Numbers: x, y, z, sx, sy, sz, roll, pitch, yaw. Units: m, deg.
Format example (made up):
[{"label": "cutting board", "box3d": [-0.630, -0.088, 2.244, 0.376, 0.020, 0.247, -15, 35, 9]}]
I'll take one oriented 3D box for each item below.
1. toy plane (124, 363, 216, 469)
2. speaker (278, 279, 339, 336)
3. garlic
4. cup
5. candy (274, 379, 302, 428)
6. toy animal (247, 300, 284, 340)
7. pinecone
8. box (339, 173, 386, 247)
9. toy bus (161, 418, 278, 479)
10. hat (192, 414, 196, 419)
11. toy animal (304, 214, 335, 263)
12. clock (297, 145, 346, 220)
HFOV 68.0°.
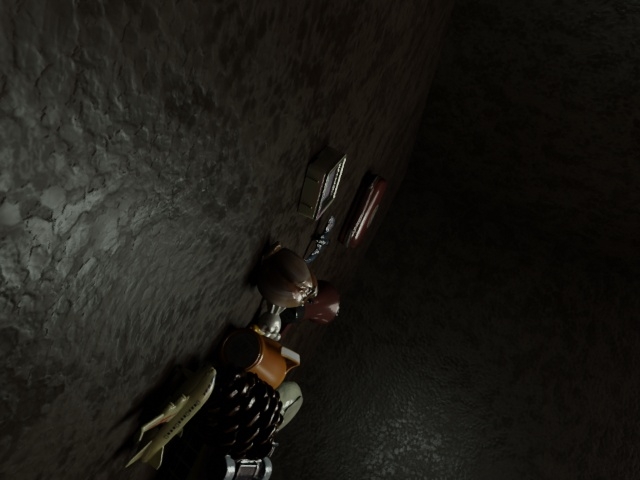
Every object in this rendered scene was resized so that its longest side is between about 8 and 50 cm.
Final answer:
[{"label": "toy plane", "box3d": [-0.334, 0.394, 1.080, 0.256, 0.104, 0.242, -61, 166, -16]}, {"label": "speaker", "box3d": [-0.102, 0.287, 1.951, 0.259, 0.198, 0.329, -27, 170, 28]}, {"label": "garlic", "box3d": [-0.107, 0.117, 1.404, 0.160, 0.191, 0.214, -37, 176, -9]}, {"label": "cup", "box3d": [-0.185, 0.358, 1.439, 0.264, 0.225, 0.183, 74, 10, -64]}, {"label": "candy", "box3d": [-0.216, 0.818, 2.353, 0.295, 0.185, 0.296, -42, 159, -20]}, {"label": "toy animal", "box3d": [-0.181, 0.261, 1.591, 0.182, 0.130, 0.127, 114, -23, -46]}, {"label": "pinecone", "box3d": [-0.213, 0.446, 1.231, 0.224, 0.224, 0.273, -57, 132, -34]}, {"label": "box", "box3d": [0.221, -0.149, 2.433, 0.404, 0.108, 0.263, -67, 168, 14]}, {"label": "toy bus", "box3d": [-0.347, 0.747, 1.408, 0.209, 0.249, 0.440, 34, 79, -50]}, {"label": "hat", "box3d": [-0.320, 0.422, 1.329, 0.145, 0.067, 0.146, -6, 99, -38]}, {"label": "toy animal", "box3d": [0.000, 0.000, 1.858, 0.220, 0.062, 0.108, -60, 170, 6]}, {"label": "clock", "box3d": [0.004, -0.175, 1.469, 0.147, 0.071, 0.192, -52, 164, -48]}]
